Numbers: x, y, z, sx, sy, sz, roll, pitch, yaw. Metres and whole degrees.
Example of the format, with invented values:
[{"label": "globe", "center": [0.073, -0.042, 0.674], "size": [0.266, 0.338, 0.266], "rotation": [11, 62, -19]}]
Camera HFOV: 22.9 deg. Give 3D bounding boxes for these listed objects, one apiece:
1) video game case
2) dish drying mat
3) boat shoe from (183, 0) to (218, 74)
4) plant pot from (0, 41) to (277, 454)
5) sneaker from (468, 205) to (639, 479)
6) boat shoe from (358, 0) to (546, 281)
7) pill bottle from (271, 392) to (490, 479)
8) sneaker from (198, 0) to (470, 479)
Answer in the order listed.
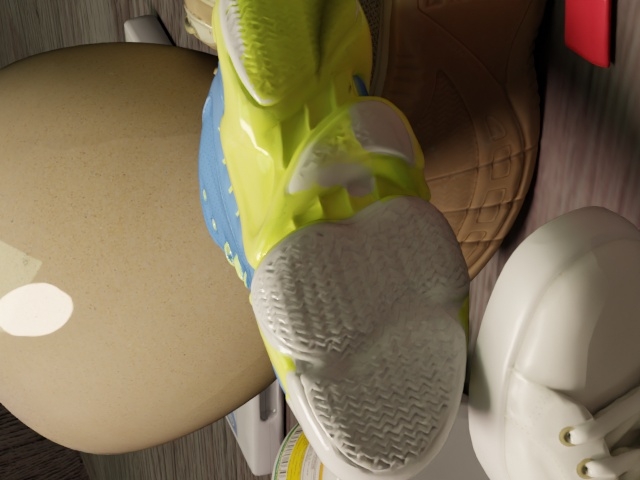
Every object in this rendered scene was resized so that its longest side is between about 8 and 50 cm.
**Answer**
[{"label": "video game case", "center": [-0.108, 0.003, 1.454], "size": [0.300, 0.036, 0.329], "rotation": [91, 157, -43]}, {"label": "dish drying mat", "center": [0.115, -0.117, 0.673], "size": [0.032, 0.008, 0.083], "rotation": [-129, 30, -52]}, {"label": "boat shoe", "center": [-0.039, -0.159, 0.996], "size": [0.285, 0.104, 0.089], "rotation": [-120, 15, -69]}, {"label": "plant pot", "center": [-0.085, -0.012, 1.046], "size": [0.191, 0.284, 0.284], "rotation": [-15, 91, 37]}, {"label": "sneaker", "center": [0.143, 0.121, 0.673], "size": [0.123, 0.106, 0.290], "rotation": [33, 144, 47]}, {"label": "boat shoe", "center": [0.048, -0.087, 0.771], "size": [0.092, 0.103, 0.285], "rotation": [-116, 22, -46]}, {"label": "pill bottle", "center": [0.048, 0.144, 0.935], "size": [0.208, 0.117, 0.118], "rotation": [145, 108, -73]}, {"label": "sneaker", "center": [0.000, 0.000, 0.702], "size": [0.126, 0.091, 0.240], "rotation": [121, 143, -65]}]
